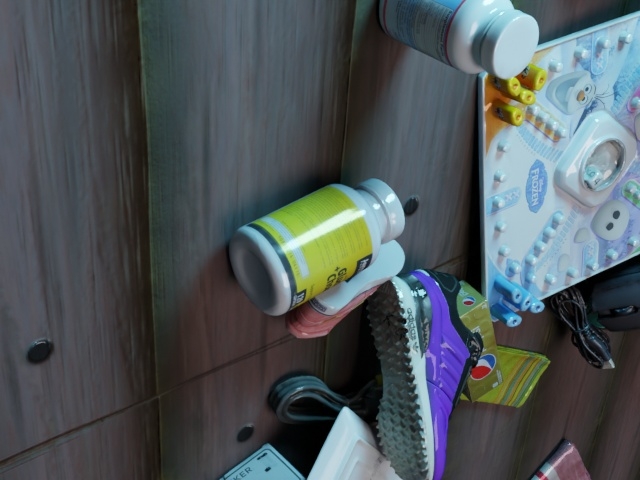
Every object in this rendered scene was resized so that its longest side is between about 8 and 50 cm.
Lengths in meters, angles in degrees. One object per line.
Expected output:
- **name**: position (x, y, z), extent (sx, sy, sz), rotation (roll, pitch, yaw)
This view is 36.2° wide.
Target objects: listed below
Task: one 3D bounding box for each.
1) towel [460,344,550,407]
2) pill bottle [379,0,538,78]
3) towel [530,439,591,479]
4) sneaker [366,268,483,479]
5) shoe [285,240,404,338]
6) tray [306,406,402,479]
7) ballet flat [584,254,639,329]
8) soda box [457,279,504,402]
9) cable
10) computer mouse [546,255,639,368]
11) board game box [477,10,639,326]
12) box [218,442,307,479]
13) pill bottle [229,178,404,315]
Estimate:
- **towel**: position (0.286, 0.219, 1.573), extent (0.237, 0.021, 0.102), rotation (16, 104, -49)
- **pill bottle**: position (0.141, -0.224, 1.003), extent (0.087, 0.160, 0.087), rotation (-26, 133, -31)
- **towel**: position (0.414, 0.562, 1.933), extent (0.329, 0.037, 0.237), rotation (-47, 139, -9)
- **sneaker**: position (0.153, 0.176, 1.268), extent (0.146, 0.102, 0.293), rotation (-12, 102, -31)
- **shoe**: position (0.028, 0.054, 1.175), extent (0.178, 0.063, 0.081), rotation (-33, 169, -47)
- **tray**: position (0.054, 0.326, 1.315), extent (0.145, 0.030, 0.270), rotation (-64, 150, -14)
- **ballet flat**: position (0.529, 0.025, 1.630), extent (0.096, 0.095, 0.280), rotation (-9, 134, -52)
- **soda box**: position (0.211, 0.146, 1.401), extent (0.061, 0.058, 0.181), rotation (-31, 131, -13)
- **cable**: position (0.040, 0.215, 1.323), extent (0.287, 0.072, 0.139), rotation (4, 132, -33)
- **computer mouse**: position (0.518, 0.095, 1.560), extent (0.272, 0.072, 0.188), rotation (-31, 118, 11)
- **board game box**: position (0.389, -0.104, 1.347), extent (0.390, 0.050, 0.390), rotation (-21, 124, -22)
- **box**: position (-0.086, 0.425, 1.299), extent (0.169, 0.087, 0.290), rotation (-32, 135, -26)
- **pill bottle**: position (0.000, 0.000, 1.068), extent (0.184, 0.103, 0.103), rotation (-27, 134, -28)
